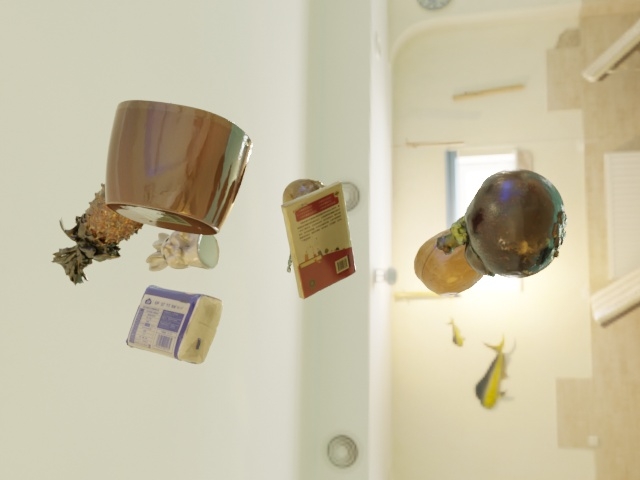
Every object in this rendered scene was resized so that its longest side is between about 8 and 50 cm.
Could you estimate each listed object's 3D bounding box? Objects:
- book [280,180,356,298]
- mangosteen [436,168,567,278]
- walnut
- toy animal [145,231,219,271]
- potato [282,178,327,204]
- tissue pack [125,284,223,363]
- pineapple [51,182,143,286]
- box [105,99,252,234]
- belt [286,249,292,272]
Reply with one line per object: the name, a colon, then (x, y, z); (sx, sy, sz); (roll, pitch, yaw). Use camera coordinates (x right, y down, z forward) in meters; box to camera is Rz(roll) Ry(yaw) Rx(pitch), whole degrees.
book: (0.000, 0.000, 1.580); (0.162, 0.022, 0.232); (-26, -62, -30)
mangosteen: (0.372, -0.030, 1.487); (0.231, 0.289, 0.232); (15, -108, -56)
walnut: (0.333, 0.052, 1.769); (0.197, 0.165, 0.165); (-27, -58, -29)
toy animal: (-0.375, 0.023, 1.765); (0.130, 0.220, 0.104); (16, -107, -60)
potato: (-0.032, -0.110, 1.983); (0.200, 0.164, 0.081); (51, 161, 41)
tissue pack: (-0.438, 0.255, 2.120); (0.137, 0.269, 0.209); (36, -114, -46)
pineapple: (-0.555, -0.024, 1.741); (0.170, 0.310, 0.141); (41, -162, -15)
box: (-0.304, -0.142, 1.487); (0.301, 0.300, 0.216); (42, -124, -69)
belt: (-0.039, -0.015, 1.663); (0.065, 0.099, 0.179); (-83, -11, -66)
